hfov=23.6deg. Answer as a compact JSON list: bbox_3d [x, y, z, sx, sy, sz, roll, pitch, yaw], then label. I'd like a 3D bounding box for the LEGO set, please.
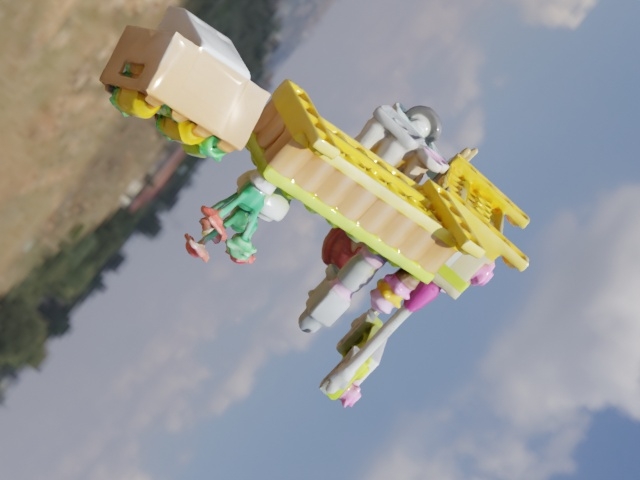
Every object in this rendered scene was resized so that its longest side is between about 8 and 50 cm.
[{"bbox_3d":[0.000,0.000,0.645,0.107,0.132,0.287,-47,161,15],"label":"LEGO set"}]
